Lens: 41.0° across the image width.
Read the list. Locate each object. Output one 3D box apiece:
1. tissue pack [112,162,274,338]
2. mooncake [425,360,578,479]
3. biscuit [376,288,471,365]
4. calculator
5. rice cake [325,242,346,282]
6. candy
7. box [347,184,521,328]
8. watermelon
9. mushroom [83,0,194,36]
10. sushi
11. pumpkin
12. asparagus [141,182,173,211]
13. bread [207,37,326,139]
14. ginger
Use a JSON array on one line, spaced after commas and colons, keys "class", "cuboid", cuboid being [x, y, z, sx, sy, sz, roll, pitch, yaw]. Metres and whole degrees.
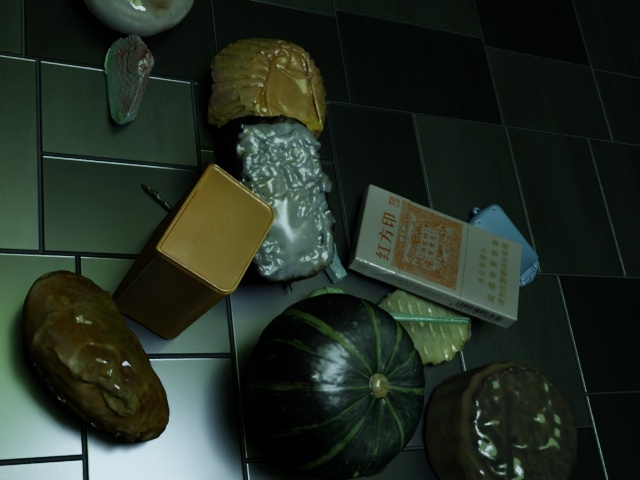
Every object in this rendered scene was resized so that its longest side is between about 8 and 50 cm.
[{"class": "tissue pack", "cuboid": [-0.218, 0.031, 1.431, 0.145, 0.274, 0.194, 36, 56, -10]}, {"class": "mooncake", "cuboid": [0.356, 0.382, 1.662, 0.291, 0.161, 0.290, 11, 64, -23]}, {"class": "biscuit", "cuboid": [0.222, 0.164, 1.761, 0.274, 0.036, 0.187, -26, 81, -35]}, {"class": "calculator", "cuboid": [0.413, 0.009, 1.936, 0.121, 0.039, 0.210, -37, 88, -37]}, {"class": "rice cake", "cuboid": [0.000, 0.000, 1.716, 0.042, 0.030, 0.180, -24, 82, -37]}, {"class": "candy", "cuboid": [0.131, 0.145, 1.653, 0.336, 0.093, 0.092, 5, 94, -13]}, {"class": "box", "cuboid": [0.245, 0.032, 1.784, 0.366, 0.051, 0.204, 21, 53, -9]}, {"class": "watermelon", "cuboid": [-0.360, -0.300, 1.624, 0.081, 0.094, 0.180, 6, 81, -30]}, {"class": "mushroom", "cuboid": [-0.342, -0.526, 1.648, 0.244, 0.243, 0.243, 12, 63, -24]}, {"class": "sushi", "cuboid": [-0.081, -0.064, 1.579, 0.197, 0.182, 0.343, -13, 97, -17]}, {"class": "pumpkin", "cuboid": [0.029, 0.252, 1.475, 0.323, 0.241, 0.323, 5, 80, -28]}, {"class": "asparagus", "cuboid": [-0.274, -0.051, 1.596, 0.016, 0.016, 0.163, -44, 94, -17]}, {"class": "bread", "cuboid": [-0.096, -0.296, 1.729, 0.274, 0.149, 0.273, 12, 67, -30]}, {"class": "ginger", "cuboid": [-0.361, 0.193, 1.351, 0.165, 0.172, 0.321, -34, 89, 4]}]
